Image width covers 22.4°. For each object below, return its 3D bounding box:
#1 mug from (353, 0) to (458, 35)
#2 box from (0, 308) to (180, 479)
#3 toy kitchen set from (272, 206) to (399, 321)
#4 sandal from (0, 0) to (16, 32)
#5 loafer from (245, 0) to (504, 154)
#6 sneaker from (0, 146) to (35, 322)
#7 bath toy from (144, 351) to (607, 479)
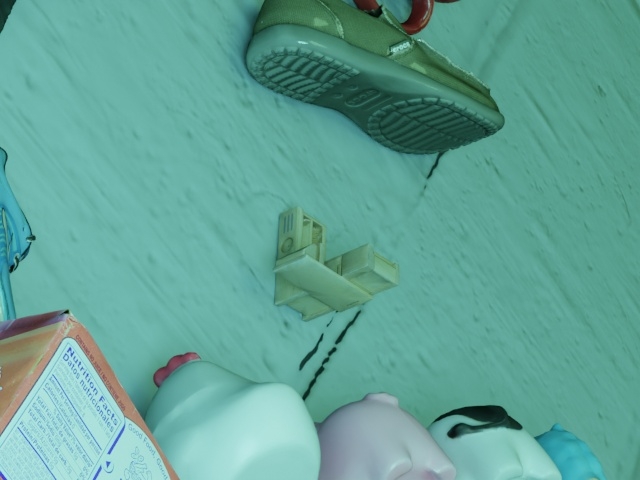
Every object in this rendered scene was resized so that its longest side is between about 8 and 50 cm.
[{"bbox_3d":[0.062,-0.260,1.292,0.169,0.113,0.150,23,52,-40],"label":"mug"},{"bbox_3d":[-0.124,0.196,0.720,0.300,0.142,0.154,63,34,-28],"label":"box"},{"bbox_3d":[0.000,0.000,1.086,0.068,0.083,0.075,32,48,-39],"label":"toy kitchen set"},{"bbox_3d":[-0.147,-0.277,0.969,0.167,0.107,0.446,73,28,-46],"label":"sandal"},{"bbox_3d":[0.049,-0.136,1.216,0.251,0.094,0.087,22,59,-45],"label":"loafer"},{"bbox_3d":[-0.178,0.010,0.873,0.073,0.063,0.162,10,63,-53],"label":"sneaker"},{"bbox_3d":[0.021,0.146,1.002,0.348,0.151,0.129,18,19,-43],"label":"bath toy"}]
